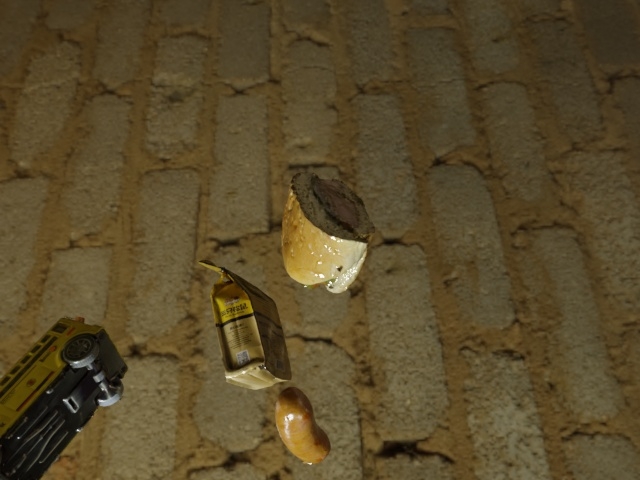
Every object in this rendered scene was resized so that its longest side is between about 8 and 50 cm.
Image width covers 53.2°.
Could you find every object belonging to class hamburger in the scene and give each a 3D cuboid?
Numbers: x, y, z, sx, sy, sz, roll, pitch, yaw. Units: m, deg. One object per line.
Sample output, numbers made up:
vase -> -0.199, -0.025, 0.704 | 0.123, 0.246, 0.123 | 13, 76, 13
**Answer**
hamburger -> 0.001, 0.002, 1.364 | 0.330, 0.162, 0.208 | -118, 39, -60

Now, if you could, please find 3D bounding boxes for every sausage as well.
sausage -> -0.050, 0.457, 1.574 | 0.108, 0.109, 0.270 | -92, -10, -45

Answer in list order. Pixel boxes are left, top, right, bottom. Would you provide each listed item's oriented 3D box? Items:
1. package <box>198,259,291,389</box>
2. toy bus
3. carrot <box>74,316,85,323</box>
package -> -0.071, 0.075, 0.615 | 0.071, 0.047, 0.131 | 43, -153, -58
toy bus -> -0.484, 0.291, 1.076 | 0.330, 0.152, 0.144 | -55, -33, -37
carrot -> -0.537, 0.215, 1.404 | 0.032, 0.032, 0.093 | 89, -172, -72
